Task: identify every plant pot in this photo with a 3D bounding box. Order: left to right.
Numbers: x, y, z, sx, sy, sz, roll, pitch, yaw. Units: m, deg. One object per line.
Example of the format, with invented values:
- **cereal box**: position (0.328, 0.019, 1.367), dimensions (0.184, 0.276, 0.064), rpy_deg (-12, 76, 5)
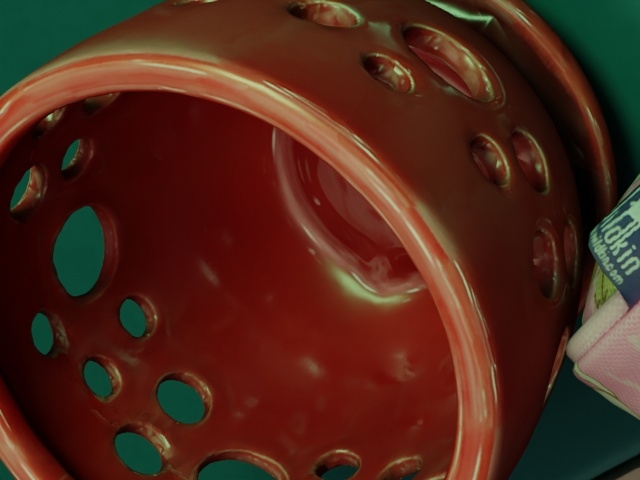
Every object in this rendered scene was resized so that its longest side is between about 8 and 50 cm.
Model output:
- **plant pot**: position (0.000, 0.000, 0.607), dimensions (0.191, 0.174, 0.191), rpy_deg (14, 121, 24)

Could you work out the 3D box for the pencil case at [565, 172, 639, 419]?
- **pencil case**: position (0.258, 0.077, 0.515), dimensions (0.386, 0.167, 0.160), rpy_deg (36, 96, 8)
